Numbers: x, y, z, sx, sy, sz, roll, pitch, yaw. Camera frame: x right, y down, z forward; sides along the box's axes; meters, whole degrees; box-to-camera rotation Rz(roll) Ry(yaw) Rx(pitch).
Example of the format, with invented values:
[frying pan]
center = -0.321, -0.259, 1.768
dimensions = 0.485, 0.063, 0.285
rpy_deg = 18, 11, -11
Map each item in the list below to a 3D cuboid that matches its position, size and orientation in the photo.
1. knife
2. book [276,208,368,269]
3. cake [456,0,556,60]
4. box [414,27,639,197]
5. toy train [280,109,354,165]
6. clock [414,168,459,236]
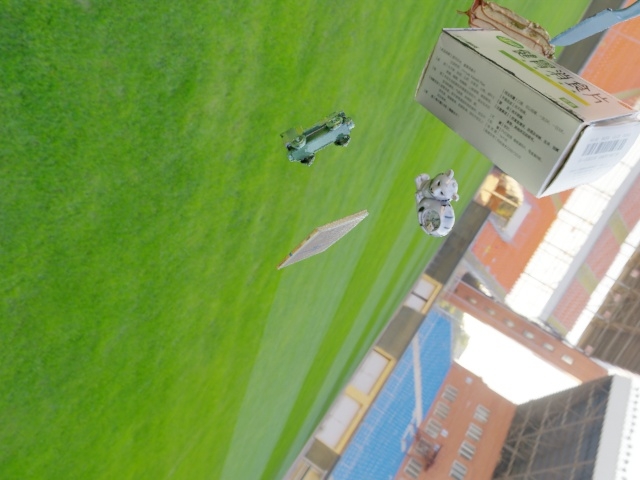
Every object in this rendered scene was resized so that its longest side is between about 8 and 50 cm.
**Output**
[knife]
center = 0.528, -0.404, 0.980
dimensions = 0.019, 0.044, 0.313
rpy_deg = -65, -164, -8
[book]
center = 0.000, 0.001, 1.397
dimensions = 0.170, 0.018, 0.241
rpy_deg = -21, 168, -36
[cake]
center = 0.466, -0.501, 1.344
dimensions = 0.098, 0.287, 0.135
rpy_deg = -44, 149, 11
[box]
center = 0.343, -0.228, 0.929
dimensions = 0.173, 0.333, 0.145
rpy_deg = -16, 139, -32
[toy train]
center = -0.008, -0.288, 1.475
dimensions = 0.200, 0.132, 0.083
rpy_deg = -26, 129, 3
[clock]
center = 0.321, -0.098, 1.450
dimensions = 0.080, 0.117, 0.176
rpy_deg = -13, 96, -38
